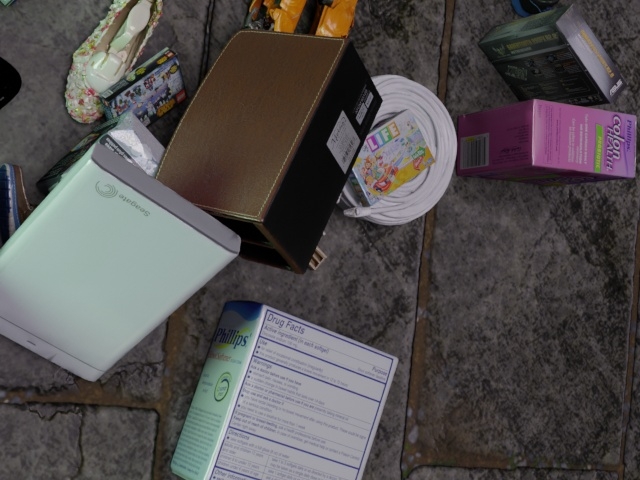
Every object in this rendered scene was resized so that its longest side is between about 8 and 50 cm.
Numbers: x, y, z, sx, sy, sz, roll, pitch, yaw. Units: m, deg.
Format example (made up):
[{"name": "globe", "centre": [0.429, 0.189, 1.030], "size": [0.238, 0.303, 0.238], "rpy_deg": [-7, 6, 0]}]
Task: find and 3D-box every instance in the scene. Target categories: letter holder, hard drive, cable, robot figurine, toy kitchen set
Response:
[{"name": "letter holder", "centre": [-0.079, -0.135, 1.446], "size": [0.302, 0.214, 0.152], "rpy_deg": [-66, 148, -20]}, {"name": "hard drive", "centre": [-0.308, 0.045, 1.380], "size": [0.233, 0.353, 0.047], "rpy_deg": [35, 34, -24]}, {"name": "cable", "centre": [0.115, -0.154, 1.745], "size": [0.257, 0.089, 0.257], "rpy_deg": [7, 85, -30]}, {"name": "robot figurine", "centre": [-0.039, -0.336, 1.664], "size": [0.211, 0.085, 0.291], "rpy_deg": [27, 76, -26]}, {"name": "toy kitchen set", "centre": [0.000, 0.000, 1.678], "size": [0.075, 0.083, 0.068], "rpy_deg": [48, 69, -20]}]

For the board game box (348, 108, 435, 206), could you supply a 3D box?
[{"name": "board game box", "centre": [0.109, -0.137, 1.672], "size": [0.154, 0.026, 0.103], "rpy_deg": [-35, 105, -26]}]

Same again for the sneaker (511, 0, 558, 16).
[{"name": "sneaker", "centre": [0.383, -0.539, 1.900], "size": [0.081, 0.090, 0.232], "rpy_deg": [-32, 104, -25]}]

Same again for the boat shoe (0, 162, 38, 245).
[{"name": "boat shoe", "centre": [-0.426, -0.023, 1.458], "size": [0.066, 0.066, 0.183], "rpy_deg": [-10, 104, -34]}]

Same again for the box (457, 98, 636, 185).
[{"name": "box", "centre": [0.408, -0.172, 1.836], "size": [0.243, 0.213, 0.117], "rpy_deg": [3, 87, -30]}]

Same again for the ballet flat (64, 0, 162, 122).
[{"name": "ballet flat", "centre": [-0.310, -0.289, 1.516], "size": [0.091, 0.077, 0.241], "rpy_deg": [29, 76, -26]}]

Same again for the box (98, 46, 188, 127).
[{"name": "box", "centre": [-0.267, -0.219, 1.536], "size": [0.137, 0.027, 0.094], "rpy_deg": [-42, 150, -23]}]

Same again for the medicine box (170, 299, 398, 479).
[{"name": "medicine box", "centre": [-0.056, 0.272, 1.604], "size": [0.263, 0.149, 0.289], "rpy_deg": [24, 77, -27]}]

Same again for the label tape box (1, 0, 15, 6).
[{"name": "label tape box", "centre": [-0.464, -0.541, 1.420], "size": [0.333, 0.106, 0.240], "rpy_deg": [49, 67, -20]}]

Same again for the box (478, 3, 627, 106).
[{"name": "box", "centre": [0.418, -0.323, 1.836], "size": [0.056, 0.231, 0.183], "rpy_deg": [-47, 109, -18]}]

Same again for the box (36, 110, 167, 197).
[{"name": "box", "centre": [-0.267, -0.044, 1.484], "size": [0.247, 0.163, 0.142], "rpy_deg": [48, 66, -19]}]

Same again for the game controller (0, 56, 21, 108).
[{"name": "game controller", "centre": [-0.528, -0.180, 1.309], "size": [0.166, 0.067, 0.319], "rpy_deg": [26, 40, 2]}]
